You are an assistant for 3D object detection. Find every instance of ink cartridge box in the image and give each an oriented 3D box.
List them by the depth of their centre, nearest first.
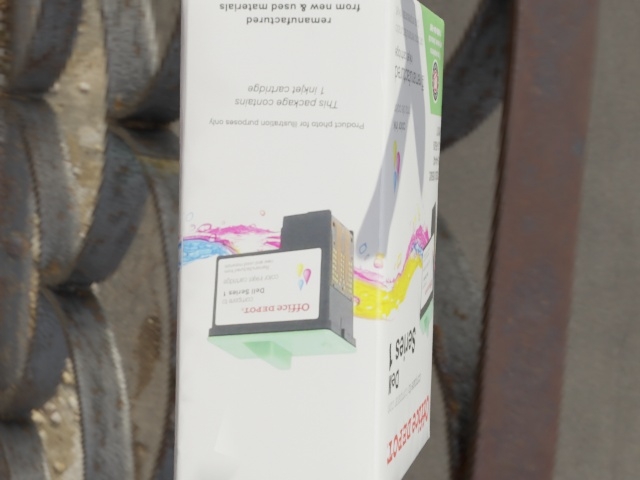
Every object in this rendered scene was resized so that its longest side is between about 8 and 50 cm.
[{"bbox_3d":[0.000,0.000,0.770,0.117,0.201,0.278,2,94,13],"label":"ink cartridge box"}]
